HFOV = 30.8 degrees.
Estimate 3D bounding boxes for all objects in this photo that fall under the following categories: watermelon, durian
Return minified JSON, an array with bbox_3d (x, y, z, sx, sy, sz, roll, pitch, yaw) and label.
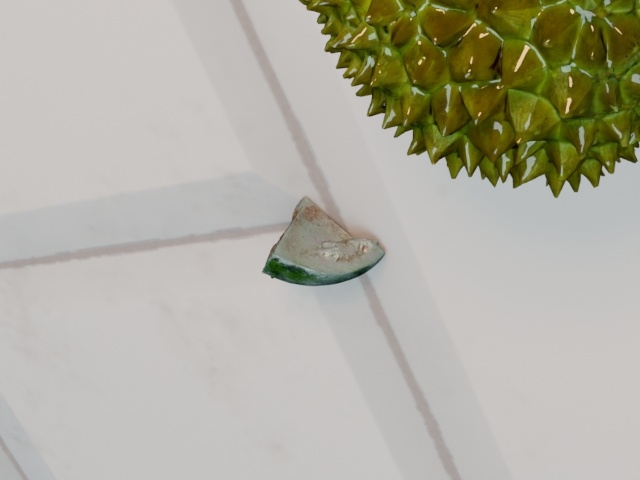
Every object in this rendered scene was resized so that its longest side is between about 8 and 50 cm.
[{"bbox_3d":[0.000,0.000,0.779,0.085,0.085,0.061,-8,90,36],"label":"watermelon"},{"bbox_3d":[0.086,-0.136,0.530,0.200,0.176,0.237,-42,85,25],"label":"durian"}]
